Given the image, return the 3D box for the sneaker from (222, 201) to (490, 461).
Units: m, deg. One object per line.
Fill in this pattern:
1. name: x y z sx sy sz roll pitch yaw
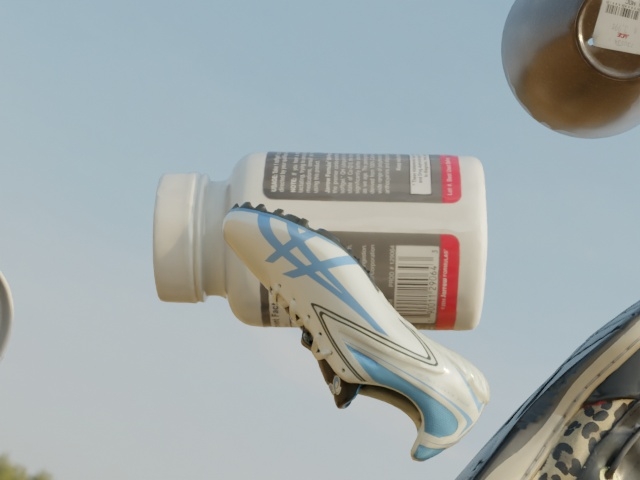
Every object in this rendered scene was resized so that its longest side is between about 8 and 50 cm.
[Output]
1. sneaker: 0.013 0.062 0.974 0.237 0.086 0.085 41 -15 11

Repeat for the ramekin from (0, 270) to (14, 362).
1. ramekin: -0.469 0.091 1.562 0.109 0.207 0.207 20 -15 41

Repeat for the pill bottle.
1. pill bottle: 0.000 0.000 1.347 0.318 0.176 0.176 1 -19 2

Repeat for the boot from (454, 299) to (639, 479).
1. boot: 0.277 0.222 1.082 0.284 0.377 0.138 45 -20 6

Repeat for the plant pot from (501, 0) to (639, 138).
1. plant pot: 0.318 -0.224 1.510 0.215 0.215 0.230 23 3 1
